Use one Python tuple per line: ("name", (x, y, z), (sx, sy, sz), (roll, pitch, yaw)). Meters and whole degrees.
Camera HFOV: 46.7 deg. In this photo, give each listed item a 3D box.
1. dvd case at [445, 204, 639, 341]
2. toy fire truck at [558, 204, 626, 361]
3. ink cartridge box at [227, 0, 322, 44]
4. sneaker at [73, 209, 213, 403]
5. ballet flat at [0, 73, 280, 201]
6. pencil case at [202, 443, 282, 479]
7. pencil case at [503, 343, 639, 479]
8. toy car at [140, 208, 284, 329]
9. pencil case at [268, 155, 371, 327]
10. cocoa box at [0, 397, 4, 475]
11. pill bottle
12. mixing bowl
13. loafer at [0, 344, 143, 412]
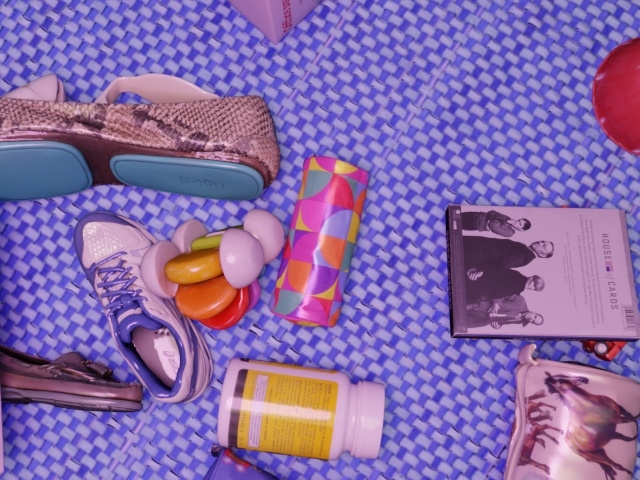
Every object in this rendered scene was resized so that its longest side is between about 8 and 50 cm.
("dvd case", (0.286, 0.041, 0.969), (0.239, 0.029, 0.179), (2, 70, -1))
("toy fire truck", (0.366, 0.059, 1.029), (0.192, 0.047, 0.135), (41, 86, 2))
("ink cartridge box", (-0.008, -0.419, 0.986), (0.278, 0.201, 0.117), (-44, 87, -3))
("sneaker", (-0.240, 0.081, 0.988), (0.112, 0.131, 0.296), (-34, 85, 0))
("ballet flat", (-0.297, -0.145, 1.009), (0.483, 0.164, 0.182), (-1, 64, -6))
("pencil case", (-0.021, 0.376, 0.968), (0.306, 0.133, 0.119), (21, 74, 1))
("pencil case", (0.297, 0.347, 0.953), (0.184, 0.160, 0.410), (12, 86, -14))
("toy car", (-0.130, 0.043, 0.976), (0.159, 0.182, 0.136), (-9, 108, 21))
("pencil case", (0.000, 0.000, 1.012), (0.104, 0.104, 0.236), (14, 84, 1))
("cocoa box", (-0.554, 0.129, 0.895), (0.231, 0.228, 0.347), (-7, 85, 34))
("pill bottle", (-0.024, 0.226, 0.982), (0.209, 0.119, 0.119), (7, 86, 1))
("mixing bowl", (0.482, -0.212, 1.024), (0.181, 0.098, 0.181), (0, 85, 0))
("loafer", (-0.359, 0.178, 0.987), (0.268, 0.096, 0.084), (2, 71, 14))
